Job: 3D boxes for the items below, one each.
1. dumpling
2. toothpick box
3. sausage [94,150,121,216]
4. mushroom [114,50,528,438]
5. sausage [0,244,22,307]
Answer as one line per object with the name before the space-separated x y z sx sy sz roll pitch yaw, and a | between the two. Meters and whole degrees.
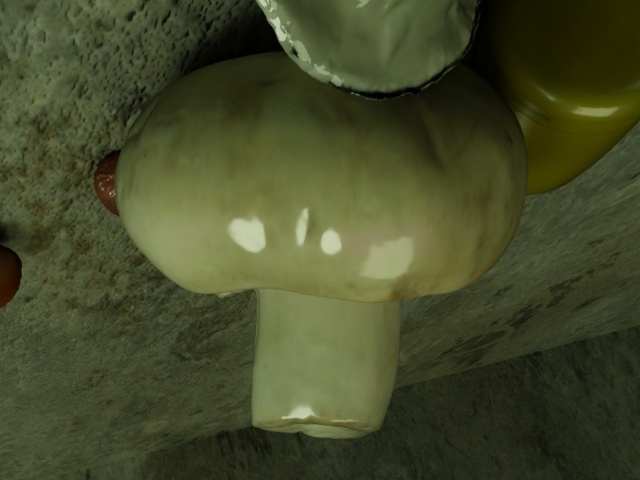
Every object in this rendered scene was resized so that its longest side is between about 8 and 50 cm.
dumpling | 0.028 -0.182 0.691 0.247 0.173 0.142 -3 170 -42
toothpick box | 0.227 -0.149 0.967 0.175 0.175 0.271 -16 164 -7
sausage | -0.199 -0.053 1.010 0.059 0.054 0.094 -18 161 -2
mushroom | -0.001 -0.028 0.841 0.353 0.353 0.325 -13 156 -16
sausage | -0.416 0.020 0.965 0.089 0.083 0.300 -15 164 28
